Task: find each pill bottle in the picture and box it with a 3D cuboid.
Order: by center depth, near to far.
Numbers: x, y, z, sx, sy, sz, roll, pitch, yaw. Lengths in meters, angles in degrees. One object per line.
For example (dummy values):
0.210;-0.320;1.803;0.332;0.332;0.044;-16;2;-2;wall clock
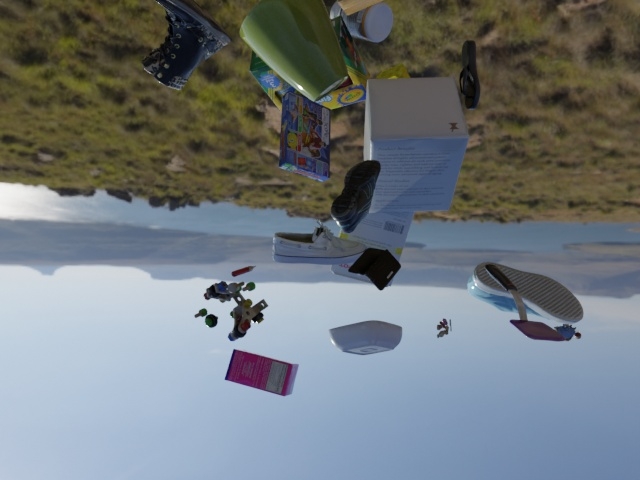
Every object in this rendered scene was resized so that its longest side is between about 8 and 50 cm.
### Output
0.178;-0.990;2.131;0.162;0.162;0.278;4;-156;-43;pill bottle

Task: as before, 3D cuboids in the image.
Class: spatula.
0.409;0.123;1.000;0.084;0.030;0.296;6;-152;-6;spatula

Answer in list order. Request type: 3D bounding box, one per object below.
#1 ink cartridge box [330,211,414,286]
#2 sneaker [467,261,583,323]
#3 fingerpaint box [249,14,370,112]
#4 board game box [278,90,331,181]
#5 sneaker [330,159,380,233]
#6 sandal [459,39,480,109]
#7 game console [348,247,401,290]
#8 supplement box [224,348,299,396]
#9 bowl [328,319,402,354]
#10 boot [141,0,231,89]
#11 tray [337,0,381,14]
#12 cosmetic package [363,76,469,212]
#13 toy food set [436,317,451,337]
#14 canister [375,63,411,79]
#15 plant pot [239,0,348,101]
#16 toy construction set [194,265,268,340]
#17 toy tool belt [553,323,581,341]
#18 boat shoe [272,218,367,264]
0.222;-0.024;2.087;0.279;0.385;0.160;15;-164;-2;ink cartridge box
0.666;0.186;1.584;0.366;0.135;0.150;24;150;8;sneaker
-0.038;-0.768;2.202;0.444;0.163;0.371;-9;152;23;fingerpaint box
-0.036;-0.262;1.210;0.136;0.201;0.035;15;158;-35;board game box
0.116;-0.142;1.495;0.101;0.267;0.106;13;148;35;sneaker
0.535;-0.602;1.754;0.054;0.255;0.097;-4;176;-7;sandal
0.165;0.085;1.451;0.122;0.107;0.071;-45;-175;-33;game console
-0.200;0.455;1.654;0.220;0.114;0.111;13;168;12;supplement box
0.105;0.225;1.087;0.142;0.053;0.142;-20;151;34;bowl
-0.504;-0.685;1.627;0.284;0.138;0.377;-42;165;16;boot
0.216;-0.659;1.005;0.410;0.203;0.076;-13;175;20;tray
0.335;-0.349;1.795;0.329;0.327;0.394;-1;145;2;cosmetic package
0.547;0.388;2.138;0.019;0.078;0.122;-4;179;43;toy food set
0.311;-0.587;1.867;0.126;0.073;0.170;-6;138;44;canister
-0.051;-0.589;1.470;0.274;0.293;0.275;-35;-175;4;plant pot
-0.327;0.241;2.014;0.257;0.309;0.237;34;-156;20;toy construction set
0.759;0.281;1.468;0.083;0.052;0.051;-1;135;15;toy tool belt
-0.002;-0.003;1.828;0.367;0.157;0.136;1;-158;1;boat shoe
